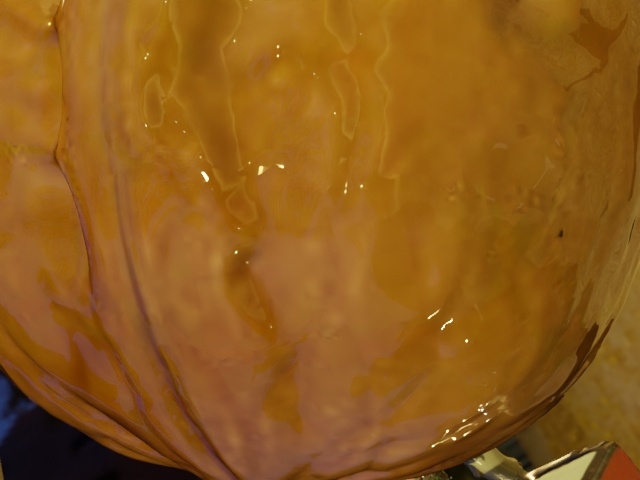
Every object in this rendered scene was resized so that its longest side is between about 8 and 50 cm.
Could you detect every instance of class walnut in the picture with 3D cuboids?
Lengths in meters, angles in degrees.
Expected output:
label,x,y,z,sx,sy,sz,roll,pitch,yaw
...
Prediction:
label,x,y,z,sx,sy,sz,roll,pitch,yaw
walnut,-0.016,-0.074,0.765,0.308,0.354,0.397,14,-109,-53

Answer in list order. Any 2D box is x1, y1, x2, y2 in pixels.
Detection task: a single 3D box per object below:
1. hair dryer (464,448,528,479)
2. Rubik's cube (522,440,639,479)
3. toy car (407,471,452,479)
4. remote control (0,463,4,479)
label,x,y,z,sx,sy,sz,roll,pitch,yaw
hair dryer,0.101,0.219,1.507,0.088,0.219,0.225,-4,126,45
Rubik's cube,0.157,0.363,1.168,0.283,0.288,0.293,51,-139,-4
toy car,0.078,0.205,1.379,0.055,0.069,0.142,23,151,14
remote control,-0.259,0.156,0.774,0.055,0.313,0.109,22,-134,-55
